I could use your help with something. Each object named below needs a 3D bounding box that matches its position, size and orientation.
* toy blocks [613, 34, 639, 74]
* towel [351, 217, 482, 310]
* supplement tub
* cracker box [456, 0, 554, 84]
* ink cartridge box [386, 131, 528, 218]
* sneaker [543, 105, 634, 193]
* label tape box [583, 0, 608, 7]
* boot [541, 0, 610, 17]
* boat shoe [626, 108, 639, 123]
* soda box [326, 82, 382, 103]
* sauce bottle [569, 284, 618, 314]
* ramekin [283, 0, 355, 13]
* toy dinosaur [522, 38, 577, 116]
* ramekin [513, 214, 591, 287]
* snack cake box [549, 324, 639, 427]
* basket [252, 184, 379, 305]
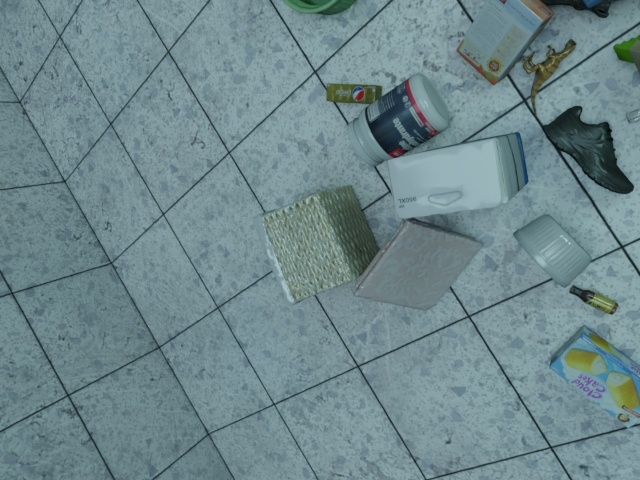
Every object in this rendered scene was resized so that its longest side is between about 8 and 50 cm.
[{"bbox_3d":[0.907,-0.462,1.060,0.261,0.191,0.381,-47,34,10],"label":"toy blocks"},{"bbox_3d":[0.305,0.084,1.538,0.317,0.332,0.053,-58,35,25],"label":"towel"},{"bbox_3d":[0.241,-0.367,1.507,0.272,0.191,0.191,-28,88,32],"label":"supplement tub"},{"bbox_3d":[0.494,-0.565,1.321,0.155,0.067,0.232,49,154,10],"label":"cracker box"},{"bbox_3d":[0.393,-0.187,1.346,0.286,0.395,0.166,-8,99,31],"label":"ink cartridge box"},{"bbox_3d":[0.744,-0.245,1.307,0.286,0.109,0.130,48,114,9],"label":"sneaker"},{"bbox_3d":[0.702,-0.620,1.081,0.348,0.249,0.115,-14,98,9],"label":"label tape box"},{"bbox_3d":[0.655,-0.710,1.254,0.229,0.091,0.262,7,97,17],"label":"boot"},{"bbox_3d":[0.849,-0.343,1.259,0.100,0.035,0.035,-26,92,39],"label":"boat shoe"},{"bbox_3d":[0.111,-0.492,1.627,0.181,0.058,0.061,12,109,27],"label":"soda box"},{"bbox_3d":[0.797,0.172,1.418,0.128,0.042,0.042,28,115,23],"label":"sauce bottle"},{"bbox_3d":[0.008,-0.871,1.535,0.304,0.148,0.303,8,107,28],"label":"ramekin"},{"bbox_3d":[0.615,-0.465,1.344,0.112,0.064,0.211,38,118,15],"label":"toy dinosaur"},{"bbox_3d":[0.658,0.021,1.368,0.207,0.207,0.109,48,112,11],"label":"ramekin"},{"bbox_3d":[0.837,0.396,1.425,0.264,0.089,0.152,39,118,16],"label":"snack cake box"},{"bbox_3d":[0.000,0.000,1.667,0.267,0.328,0.331,-23,90,28],"label":"basket"}]
